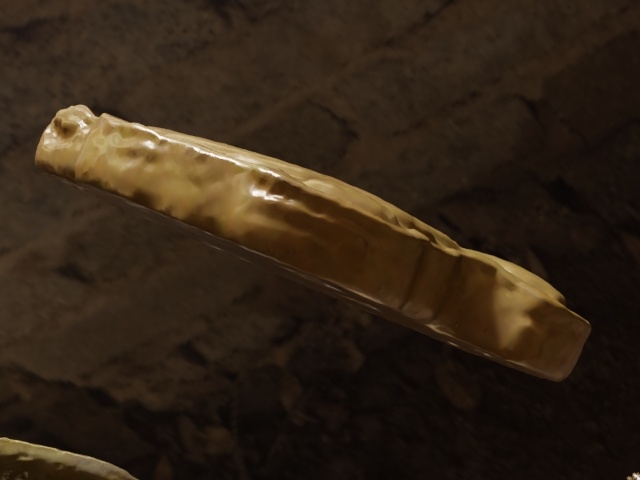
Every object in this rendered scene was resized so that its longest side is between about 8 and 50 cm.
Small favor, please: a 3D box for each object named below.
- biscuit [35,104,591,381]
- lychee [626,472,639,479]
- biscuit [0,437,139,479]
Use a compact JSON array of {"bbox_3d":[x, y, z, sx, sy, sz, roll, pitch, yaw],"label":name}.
[{"bbox_3d":[0.000,0.000,0.892,0.351,0.312,0.057,15,83,68],"label":"biscuit"},{"bbox_3d":[0.411,0.347,1.794,0.188,0.188,0.188,-16,57,26],"label":"lychee"},{"bbox_3d":[-0.123,0.088,0.524,0.147,0.071,0.018,11,48,0],"label":"biscuit"}]
